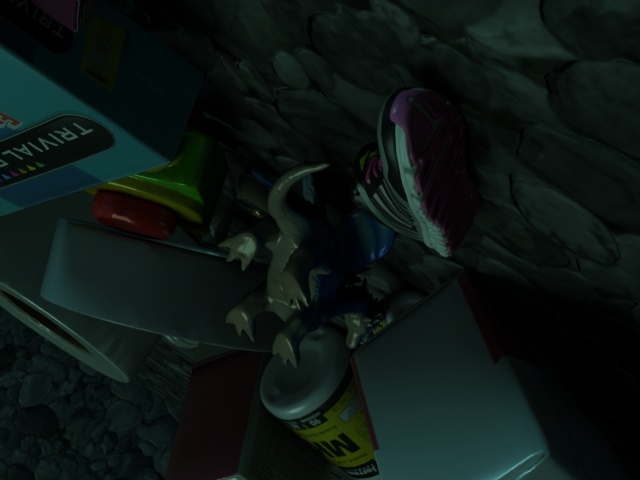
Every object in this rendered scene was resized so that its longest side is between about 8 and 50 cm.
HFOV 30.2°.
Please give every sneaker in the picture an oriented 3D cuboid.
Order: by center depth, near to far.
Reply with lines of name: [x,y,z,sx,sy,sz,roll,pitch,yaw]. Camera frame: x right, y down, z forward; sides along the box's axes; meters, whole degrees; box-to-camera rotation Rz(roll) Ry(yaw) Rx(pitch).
sneaker: [0.049,-0.044,0.739,0.075,0.063,0.170,20,165,22]

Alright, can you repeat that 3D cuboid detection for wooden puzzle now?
wooden puzzle: [-0.038,-0.033,1.031,0.079,0.014,0.116,30,164,-3]

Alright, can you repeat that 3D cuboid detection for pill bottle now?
pill bottle: [0.071,0.072,1.062,0.043,0.043,0.083,35,164,-2]
pill bottle: [0.039,0.199,1.351,0.208,0.119,0.119,44,161,-31]

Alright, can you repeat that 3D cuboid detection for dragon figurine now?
dragon figurine: [0.000,0.000,0.919,0.085,0.144,0.289,29,144,23]

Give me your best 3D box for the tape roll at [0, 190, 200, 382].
tape roll: [-0.273,0.029,1.376,0.246,0.169,0.246,32,164,10]

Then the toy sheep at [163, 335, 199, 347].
toy sheep: [-0.166,0.094,1.506,0.091,0.091,0.132,40,166,-18]

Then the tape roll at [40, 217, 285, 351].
tape roll: [-0.132,0.038,1.053,0.219,0.072,0.219,13,180,0]

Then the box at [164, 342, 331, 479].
box: [-0.075,0.228,1.398,0.127,0.232,0.148,-24,127,31]

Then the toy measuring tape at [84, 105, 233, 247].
toy measuring tape: [-0.140,-0.050,1.012,0.121,0.121,0.330,33,172,5]

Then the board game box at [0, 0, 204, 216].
board game box: [-0.286,-0.141,0.777,0.254,0.079,0.336,-12,143,45]

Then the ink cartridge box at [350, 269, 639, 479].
ink cartridge box: [0.178,0.201,0.916,0.306,0.131,0.226,41,-164,-29]

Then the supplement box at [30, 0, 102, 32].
supplement box: [-0.134,-0.172,0.693,0.043,0.083,0.055,35,163,-5]
